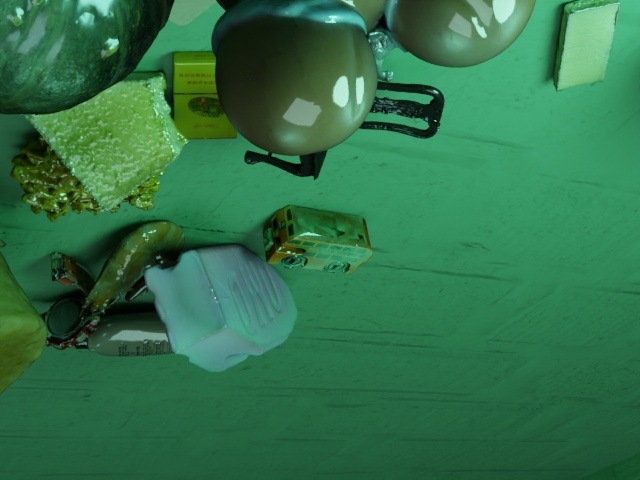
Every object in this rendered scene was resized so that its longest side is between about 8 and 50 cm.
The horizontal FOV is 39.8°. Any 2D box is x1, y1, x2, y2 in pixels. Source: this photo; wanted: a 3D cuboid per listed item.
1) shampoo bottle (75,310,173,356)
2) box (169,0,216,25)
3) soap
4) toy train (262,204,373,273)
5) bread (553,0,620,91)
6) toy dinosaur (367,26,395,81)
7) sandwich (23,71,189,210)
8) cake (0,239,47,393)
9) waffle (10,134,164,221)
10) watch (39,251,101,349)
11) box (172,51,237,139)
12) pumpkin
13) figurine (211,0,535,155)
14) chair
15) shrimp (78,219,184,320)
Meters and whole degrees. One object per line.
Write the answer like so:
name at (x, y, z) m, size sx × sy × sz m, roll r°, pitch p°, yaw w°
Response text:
shampoo bottle at (-0.330, 0.175, 1.651) m, size 0.257 × 0.078 × 0.127 m, roll -3°, pitch 156°, yaw -15°
box at (-0.156, -0.280, 0.901) m, size 0.089 × 0.062 × 0.122 m, roll -27°, pitch 147°, yaw 30°
soap at (-0.149, 0.107, 1.467) m, size 0.109 × 0.192 × 0.324 m, roll -22°, pitch 176°, yaw 16°
toy train at (0.000, 0.000, 1.441) m, size 0.188 × 0.072 × 0.099 m, roll 7°, pitch 141°, yaw -26°
bread at (0.337, -0.251, 1.126) m, size 0.068 × 0.028 × 0.153 m, roll -11°, pitch 150°, yaw 3°
toy dinosaur at (0.059, -0.226, 1.080) m, size 0.082 × 0.039 × 0.209 m, roll 8°, pitch 149°, yaw -28°
sandwich at (-0.258, -0.156, 1.064) m, size 0.162 × 0.058 × 0.193 m, roll -37°, pitch 113°, yaw 3°
cake at (-0.594, 0.087, 1.231) m, size 0.332 × 0.321 × 0.332 m, roll -34°, pitch 166°, yaw -10°
waffle at (-0.311, -0.087, 1.195) m, size 0.193 × 0.070 × 0.197 m, roll -20°, pitch 149°, yaw 18°
watch at (-0.465, 0.079, 1.449) m, size 0.165 × 0.102 × 0.268 m, roll -16°, pitch 142°, yaw -1°
box at (-0.144, -0.181, 1.123) m, size 0.087 × 0.023 × 0.155 m, roll -5°, pitch 151°, yaw -13°
pumpkin at (-0.282, -0.251, 0.695) m, size 0.328 × 0.291 × 0.257 m, roll 28°, pitch 143°, yaw -35°
figurine at (-0.012, -0.286, 0.651) m, size 0.277 × 0.248 × 0.388 m, roll -28°, pitch 134°, yaw -7°
chair at (0.027, -0.142, 1.087) m, size 0.229 × 0.113 × 0.106 m, roll 14°, pitch 154°, yaw 9°
shrimp at (-0.304, 0.054, 1.425) m, size 0.236 × 0.053 × 0.133 m, roll -49°, pitch 159°, yaw 18°
